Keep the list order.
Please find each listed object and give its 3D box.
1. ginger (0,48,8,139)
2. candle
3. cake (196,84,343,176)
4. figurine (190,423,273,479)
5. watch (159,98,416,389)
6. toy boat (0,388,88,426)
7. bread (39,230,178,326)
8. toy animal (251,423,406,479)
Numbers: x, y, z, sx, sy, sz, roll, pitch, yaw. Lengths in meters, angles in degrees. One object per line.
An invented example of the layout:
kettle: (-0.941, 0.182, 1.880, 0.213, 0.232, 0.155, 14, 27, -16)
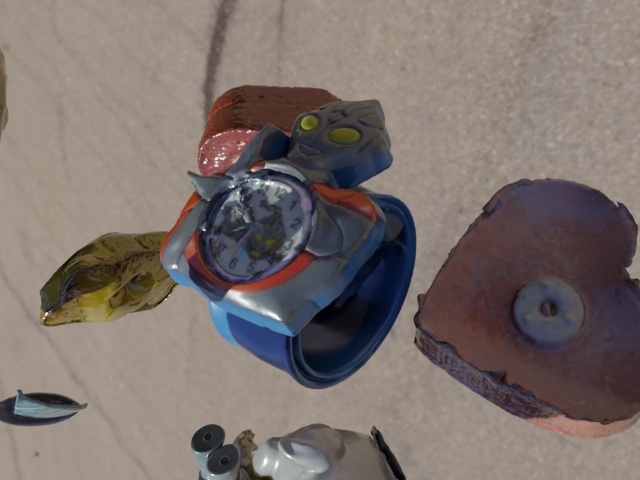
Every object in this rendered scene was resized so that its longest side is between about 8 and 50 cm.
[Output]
ginger: (-0.568, -0.154, 1.581, 0.375, 0.166, 0.236, -55, 30, 26)
candle: (0.254, 0.096, 1.257, 0.131, 0.287, 0.317, 85, 171, -62)
cake: (-0.071, -0.172, 1.805, 0.283, 0.151, 0.177, 9, 137, 8)
figurine: (-0.143, 0.435, 1.763, 0.224, 0.205, 0.381, 37, 160, 50)
watch: (0.000, 0.000, 1.207, 0.241, 0.305, 0.274, 27, 164, 34)
toy boat: (-0.271, 0.162, 1.012, 0.122, 0.096, 0.034, 149, 118, -70)
bread: (-0.288, 0.048, 1.479, 0.088, 0.233, 0.160, 48, 123, 20)
toy animal: (0.041, 0.325, 1.010, 0.208, 0.154, 0.325, 112, 134, -88)
